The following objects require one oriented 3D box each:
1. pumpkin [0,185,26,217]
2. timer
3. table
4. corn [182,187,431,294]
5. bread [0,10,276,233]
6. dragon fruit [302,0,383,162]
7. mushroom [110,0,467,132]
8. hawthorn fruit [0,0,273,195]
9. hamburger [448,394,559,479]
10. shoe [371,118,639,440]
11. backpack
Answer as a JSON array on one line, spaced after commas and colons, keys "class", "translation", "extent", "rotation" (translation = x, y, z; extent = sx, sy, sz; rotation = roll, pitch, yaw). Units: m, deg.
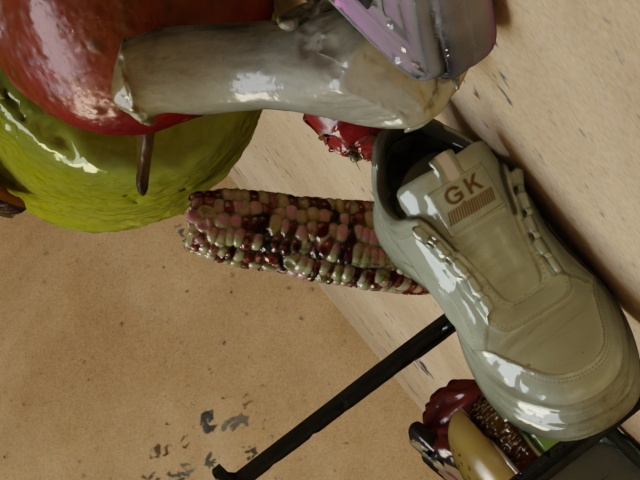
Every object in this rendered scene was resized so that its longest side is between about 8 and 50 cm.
[{"class": "pumpkin", "translation": [-0.335, -0.051, 1.782], "extent": [0.073, 0.035, 0.101], "rotation": [40, 161, -34]}, {"class": "timer", "translation": [0.024, -0.198, 1.093], "extent": [0.208, 0.069, 0.191], "rotation": [52, 172, 29]}, {"class": "table", "translation": [0.135, 0.237, 1.548], "extent": [0.222, 0.335, 0.272], "rotation": [47, 172, 51]}, {"class": "corn", "translation": [0.000, 0.000, 1.786], "extent": [0.092, 0.280, 0.092], "rotation": [-173, 90, -78]}, {"class": "bread", "translation": [-0.205, -0.195, 1.766], "extent": [0.348, 0.348, 0.308], "rotation": [53, 165, 0]}, {"class": "dragon fruit", "translation": [0.019, -0.158, 1.435], "extent": [0.094, 0.094, 0.191], "rotation": [-138, 33, -66]}, {"class": "mushroom", "translation": [-0.024, -0.121, 1.254], "extent": [0.278, 0.096, 0.099], "rotation": [1, 121, 28]}, {"class": "hawthorn fruit", "translation": [-0.160, -0.195, 1.439], "extent": [0.287, 0.287, 0.330], "rotation": [-139, 40, -67]}, {"class": "hamburger", "translation": [0.213, 0.222, 1.905], "extent": [0.175, 0.137, 0.175], "rotation": [50, 177, 3]}, {"class": "shoe", "translation": [0.122, 0.003, 1.333], "extent": [0.316, 0.124, 0.159], "rotation": [48, 167, 46]}, {"class": "backpack", "translation": [0.210, 0.246, 2.147], "extent": [0.229, 0.139, 0.229], "rotation": [34, 175, 4]}]
